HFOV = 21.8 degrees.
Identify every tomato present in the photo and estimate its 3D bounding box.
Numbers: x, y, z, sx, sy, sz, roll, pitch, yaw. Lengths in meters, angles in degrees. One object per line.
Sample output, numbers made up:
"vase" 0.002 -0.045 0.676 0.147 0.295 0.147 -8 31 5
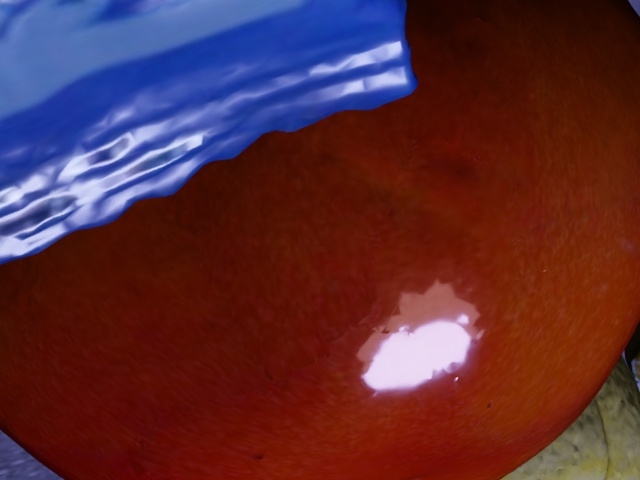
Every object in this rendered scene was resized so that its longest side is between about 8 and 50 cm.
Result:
"tomato" 0.003 0.001 0.558 0.260 0.180 0.260 -12 159 -5

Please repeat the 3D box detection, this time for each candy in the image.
"candy" -0.095 -0.120 0.319 0.187 0.077 0.331 -21 134 0

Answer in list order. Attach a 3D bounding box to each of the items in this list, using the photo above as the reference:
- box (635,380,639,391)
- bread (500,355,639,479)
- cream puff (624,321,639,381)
"box" 0.246 0.145 1.138 0.164 0.069 0.256 9 141 -45
"bread" 0.042 0.117 0.853 0.270 0.148 0.270 -20 157 -9
"cream puff" 0.242 0.043 0.881 0.156 0.156 0.121 -4 180 -31
